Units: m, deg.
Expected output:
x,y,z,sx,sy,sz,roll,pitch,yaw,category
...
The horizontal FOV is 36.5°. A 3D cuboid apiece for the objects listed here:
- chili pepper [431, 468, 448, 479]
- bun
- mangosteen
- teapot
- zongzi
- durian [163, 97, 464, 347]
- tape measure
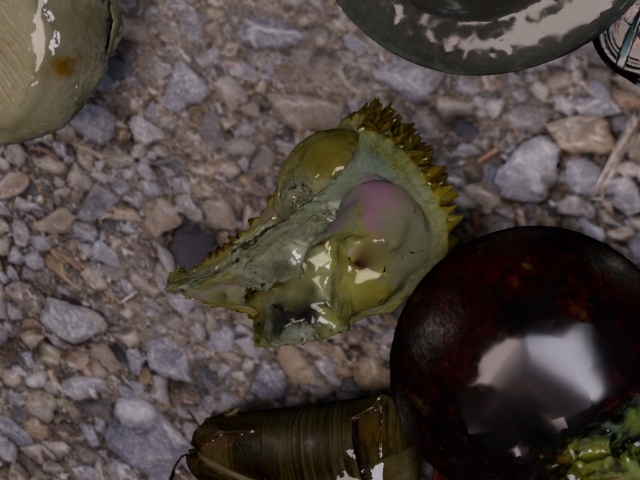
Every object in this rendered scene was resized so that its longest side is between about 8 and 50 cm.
x,y,z,sx,sy,sz,roll,pitch,yaw,category
0.135,0.292,0.899,0.084,0.086,0.192,5,103,2,chili pepper
-0.286,-0.208,0.912,0.239,0.141,0.239,7,105,27,bun
0.181,0.125,0.737,0.231,0.231,0.289,-55,38,24,mangosteen
0.165,-0.270,0.658,0.321,0.239,0.239,-39,88,30,teapot
-0.019,0.272,0.909,0.247,0.111,0.241,-9,75,23,zongzi
0.000,0.000,0.835,0.306,0.166,0.172,-28,90,35,durian
0.257,-0.169,0.748,0.094,0.054,0.091,-37,87,19,tape measure
